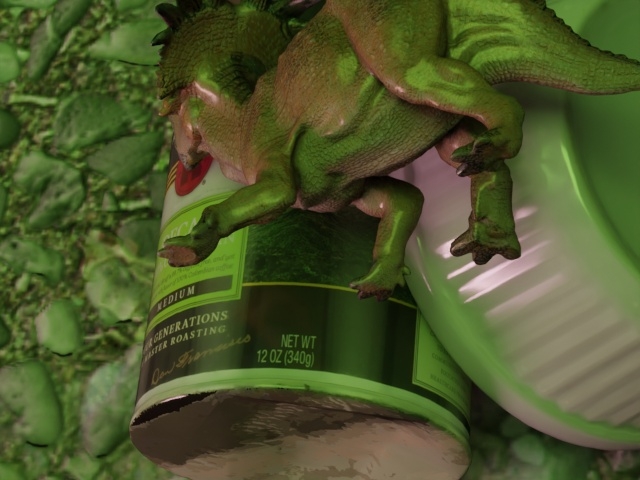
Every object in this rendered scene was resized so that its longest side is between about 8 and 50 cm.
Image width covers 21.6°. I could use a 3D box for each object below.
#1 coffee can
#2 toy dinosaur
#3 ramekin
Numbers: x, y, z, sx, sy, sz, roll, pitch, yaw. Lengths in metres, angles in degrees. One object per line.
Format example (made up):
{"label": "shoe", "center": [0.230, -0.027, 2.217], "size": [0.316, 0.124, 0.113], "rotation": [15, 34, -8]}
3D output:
{"label": "coffee can", "center": [0.000, 0.000, 1.029], "size": [0.201, 0.201, 0.275], "rotation": [-2, 63, 14]}
{"label": "toy dinosaur", "center": [0.019, -0.087, 0.851], "size": [0.295, 0.127, 0.200], "rotation": [-20, 59, 22]}
{"label": "ramekin", "center": [0.180, -0.026, 0.951], "size": [0.127, 0.273, 0.273], "rotation": [-32, 45, 52]}
